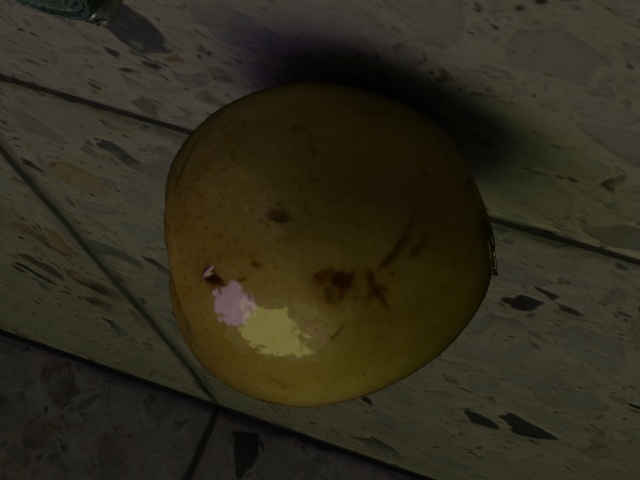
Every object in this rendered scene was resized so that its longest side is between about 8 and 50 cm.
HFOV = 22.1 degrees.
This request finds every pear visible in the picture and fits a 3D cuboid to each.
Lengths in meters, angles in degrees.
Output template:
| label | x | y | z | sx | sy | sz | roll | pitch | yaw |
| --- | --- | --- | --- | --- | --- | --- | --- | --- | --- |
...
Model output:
| label | x | y | z | sx | sy | sz | roll | pitch | yaw |
| --- | --- | --- | --- | --- | --- | --- | --- | --- | --- |
| pear | 0.000 | 0.000 | 1.494 | 0.309 | 0.309 | 0.309 | 21 | 162 | 7 |

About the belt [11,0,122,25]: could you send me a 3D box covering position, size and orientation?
| label | x | y | z | sx | sy | sz | roll | pitch | yaw |
| --- | --- | --- | --- | --- | --- | --- | --- | --- | --- |
| belt | -0.264 | -0.254 | 1.422 | 0.163 | 0.082 | 0.147 | 15 | 164 | 27 |
